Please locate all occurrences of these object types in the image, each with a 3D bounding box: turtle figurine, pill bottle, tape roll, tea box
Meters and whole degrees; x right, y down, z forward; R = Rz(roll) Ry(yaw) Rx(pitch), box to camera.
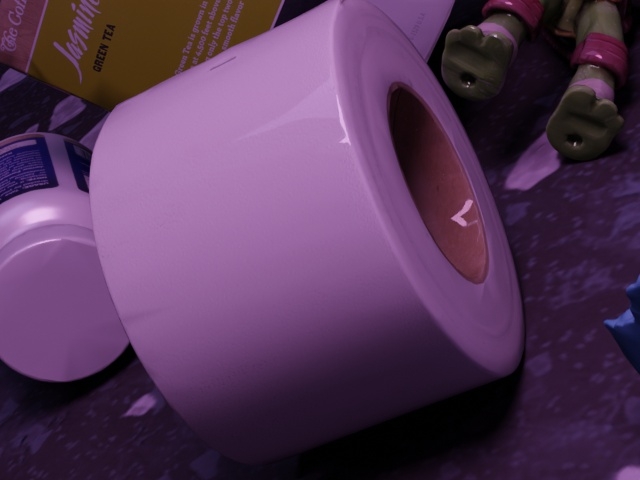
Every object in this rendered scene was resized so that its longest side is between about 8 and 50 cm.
[{"bbox_3d":[0.213,-0.211,1.028,0.274,0.198,0.266,-12,38,44],"label":"turtle figurine"},{"bbox_3d":[-0.234,0.011,1.210,0.153,0.153,0.265,-34,25,-1],"label":"pill bottle"},{"bbox_3d":[-0.001,-0.004,0.857,0.169,0.246,0.246,-23,27,21],"label":"tape roll"},{"bbox_3d":[-0.054,-0.245,1.179,0.329,0.323,0.220,-70,5,-55],"label":"tea box"}]

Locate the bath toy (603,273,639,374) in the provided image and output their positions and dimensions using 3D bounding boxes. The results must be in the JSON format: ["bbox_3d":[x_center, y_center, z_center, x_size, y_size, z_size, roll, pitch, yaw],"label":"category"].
[{"bbox_3d":[0.270,-0.071,0.744,0.151,0.129,0.348,0,48,49],"label":"bath toy"}]
